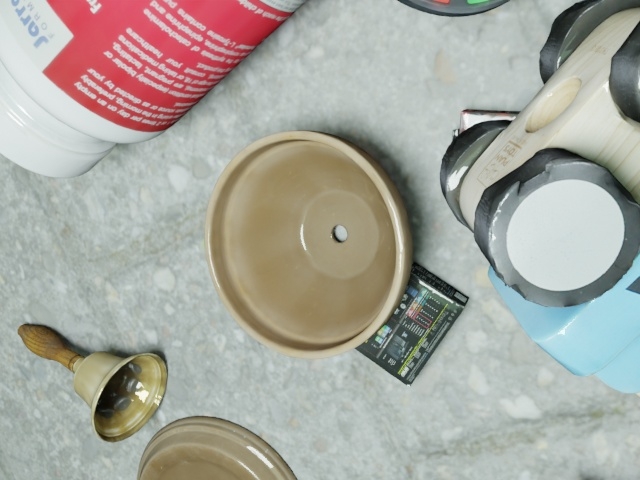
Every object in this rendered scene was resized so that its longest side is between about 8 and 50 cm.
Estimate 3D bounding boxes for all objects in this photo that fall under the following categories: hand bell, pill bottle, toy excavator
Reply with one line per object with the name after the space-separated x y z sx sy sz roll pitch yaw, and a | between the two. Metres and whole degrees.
-0.344 0.168 0.943 0.241 0.126 0.126 22 111 29 | hand bell
-0.181 -0.248 0.683 0.407 0.229 0.229 -36 89 26 | pill bottle
0.293 0.072 0.588 0.445 0.222 0.433 38 103 -10 | toy excavator

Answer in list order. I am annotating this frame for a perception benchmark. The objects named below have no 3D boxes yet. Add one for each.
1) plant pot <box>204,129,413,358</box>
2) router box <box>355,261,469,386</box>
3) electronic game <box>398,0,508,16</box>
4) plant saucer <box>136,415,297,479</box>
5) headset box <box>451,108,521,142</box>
0.000 0.000 0.731 0.237 0.109 0.238 5 100 29 | plant pot
0.096 0.091 0.763 0.092 0.038 0.123 34 113 10 | router box
0.111 -0.312 0.587 0.229 0.048 0.230 0 91 -18 | electronic game
-0.146 0.380 0.937 0.277 0.041 0.278 5 104 21 | plant saucer
0.176 -0.100 0.684 0.083 0.032 0.062 7 106 19 | headset box
